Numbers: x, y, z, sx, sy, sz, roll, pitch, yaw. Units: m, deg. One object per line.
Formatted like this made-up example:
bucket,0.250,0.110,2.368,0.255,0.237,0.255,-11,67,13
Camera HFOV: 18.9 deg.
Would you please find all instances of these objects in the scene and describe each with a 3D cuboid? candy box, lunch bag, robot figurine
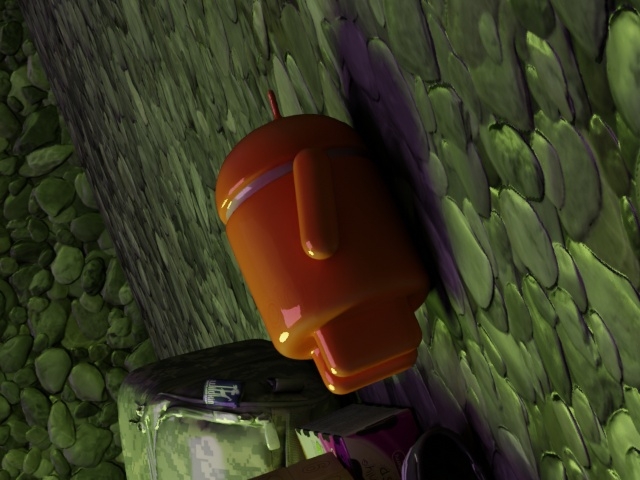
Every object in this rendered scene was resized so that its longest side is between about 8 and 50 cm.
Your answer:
candy box,0.053,0.232,1.724,0.233,0.071,0.159,157,92,-80
lunch bag,-0.066,0.263,1.967,0.256,0.213,0.305,16,115,62
robot figurine,0.001,-0.001,1.410,0.158,0.128,0.219,8,-127,-56

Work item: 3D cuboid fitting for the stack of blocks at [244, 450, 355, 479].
stack of blocks,0.028,0.307,1.531,0.297,0.087,0.171,-136,29,-70

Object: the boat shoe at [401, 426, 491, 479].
boat shoe,0.120,0.241,1.418,0.076,0.080,0.228,90,165,-65
